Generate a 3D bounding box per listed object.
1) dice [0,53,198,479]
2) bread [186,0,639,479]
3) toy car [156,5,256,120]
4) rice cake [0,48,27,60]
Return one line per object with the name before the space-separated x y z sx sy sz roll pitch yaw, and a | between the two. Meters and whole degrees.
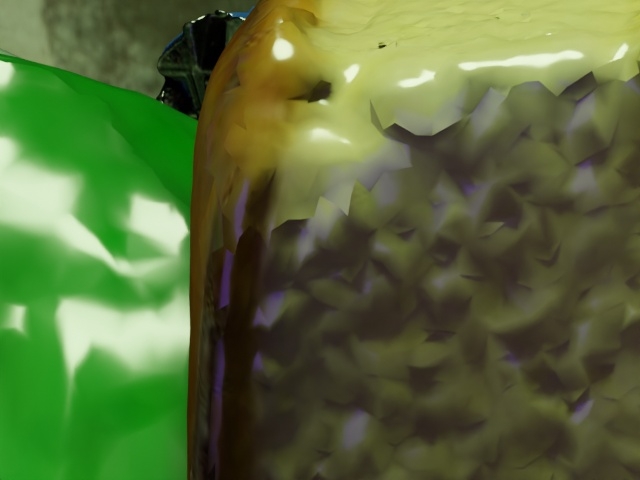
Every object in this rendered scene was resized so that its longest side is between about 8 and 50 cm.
dice | -0.161 0.113 0.596 0.300 0.287 0.297 0 72 7
bread | 0.060 0.056 0.519 0.143 0.333 0.323 1 109 11
toy car | 0.000 0.000 0.722 0.103 0.063 0.216 7 124 38
rice cake | -0.166 -0.061 0.841 0.222 0.042 0.080 25 117 29
